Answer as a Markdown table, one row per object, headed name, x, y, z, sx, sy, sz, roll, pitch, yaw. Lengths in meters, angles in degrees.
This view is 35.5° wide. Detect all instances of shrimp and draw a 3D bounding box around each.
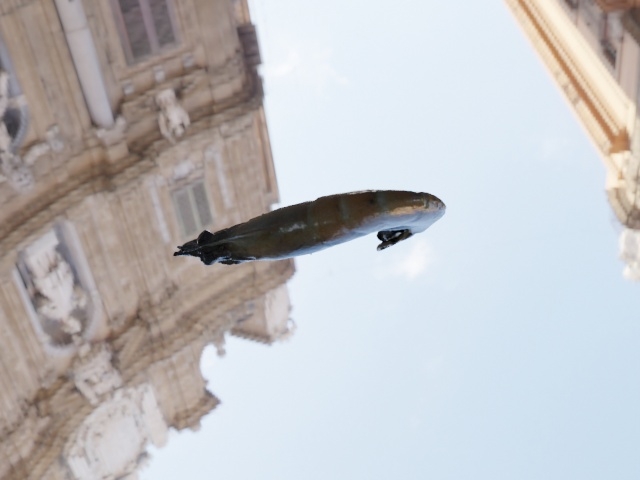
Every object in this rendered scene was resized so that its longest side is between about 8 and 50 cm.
| name | x | y | z | sx | sy | sz | roll | pitch | yaw |
| --- | --- | --- | --- | --- | --- | --- | --- | --- | --- |
| shrimp | 0.000 | 0.000 | 0.995 | 0.262 | 0.198 | 0.051 | -14 | -104 | 14 |
